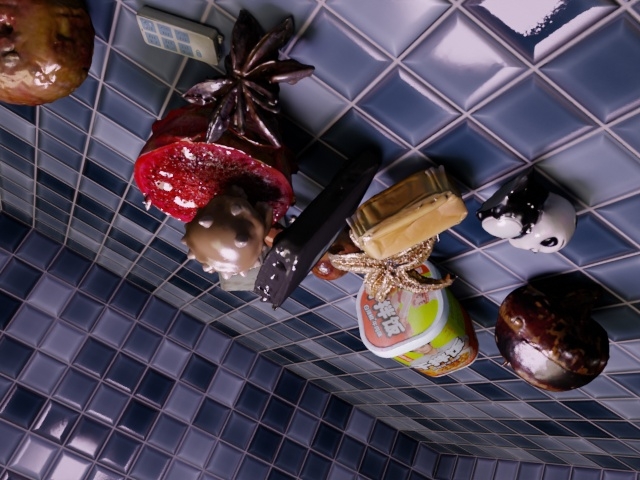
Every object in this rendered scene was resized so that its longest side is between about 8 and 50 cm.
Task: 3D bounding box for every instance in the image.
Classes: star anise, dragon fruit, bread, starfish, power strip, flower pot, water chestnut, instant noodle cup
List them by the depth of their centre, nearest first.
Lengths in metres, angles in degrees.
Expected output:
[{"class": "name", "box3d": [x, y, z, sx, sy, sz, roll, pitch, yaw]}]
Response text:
[{"class": "star anise", "box3d": [-0.136, -0.303, 1.096, 0.212, 0.129, 0.283, 40, 114, 18]}, {"class": "power strip", "box3d": [-0.288, -0.419, 1.182, 0.192, 0.035, 0.081, 21, 154, 10]}, {"class": "bread", "box3d": [0.189, -0.059, 1.257, 0.241, 0.107, 0.136, -28, 142, 17]}, {"class": "dragon fruit", "box3d": [-0.227, -0.187, 1.337, 0.371, 0.249, 0.386, -1, 151, 14]}, {"class": "water chestnut", "box3d": [0.576, 0.215, 1.410, 0.300, 0.300, 0.300, 20, 154, 10]}, {"class": "starfish", "box3d": [0.176, 0.044, 1.457, 0.303, 0.113, 0.312, -30, 125, 35]}, {"class": "instant noodle cup", "box3d": [0.295, 0.241, 1.655, 0.294, 0.294, 0.308, 0, 152, 41]}, {"class": "flower pot", "box3d": [-0.199, 0.029, 1.683, 0.209, 0.190, 0.239, -7, 158, -16]}]

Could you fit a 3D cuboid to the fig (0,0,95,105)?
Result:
[{"class": "fig", "box3d": [-0.642, -0.447, 1.286, 0.286, 0.286, 0.368, 35, -177, -19]}]

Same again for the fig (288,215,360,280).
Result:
[{"class": "fig", "box3d": [0.007, 0.000, 1.620, 0.231, 0.160, 0.143, 55, 159, 7]}]

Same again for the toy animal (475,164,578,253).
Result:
[{"class": "toy animal", "box3d": [0.421, -0.048, 1.145, 0.179, 0.138, 0.166, 34, 169, -8]}]

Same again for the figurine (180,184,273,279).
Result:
[{"class": "figurine", "box3d": [-0.208, 0.002, 1.237, 0.177, 0.173, 0.247, 44, 139, -14]}]

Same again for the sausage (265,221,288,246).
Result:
[{"class": "sausage", "box3d": [-0.162, -0.033, 1.534, 0.326, 0.087, 0.079, 28, 131, -2]}]

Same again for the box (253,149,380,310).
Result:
[{"class": "box", "box3d": [-0.011, -0.019, 1.334, 0.091, 0.350, 0.359, 38, 153, 4]}]
